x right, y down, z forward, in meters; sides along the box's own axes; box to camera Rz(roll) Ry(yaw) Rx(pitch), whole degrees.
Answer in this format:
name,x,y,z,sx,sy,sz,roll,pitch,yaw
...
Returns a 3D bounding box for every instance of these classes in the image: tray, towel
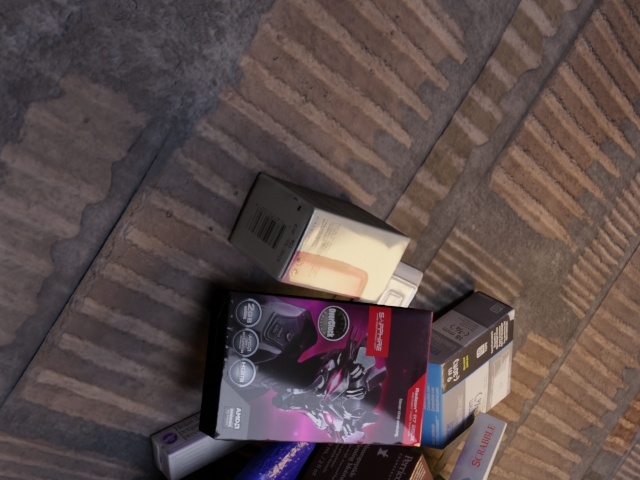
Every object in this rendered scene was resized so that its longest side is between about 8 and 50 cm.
name,x,y,z,sx,sy,sz,roll,pitch,yaw
tray,0.094,0.162,1.740,0.145,0.030,0.270,26,96,-46
towel,-0.124,0.436,1.566,0.308,0.076,0.227,-40,169,-37

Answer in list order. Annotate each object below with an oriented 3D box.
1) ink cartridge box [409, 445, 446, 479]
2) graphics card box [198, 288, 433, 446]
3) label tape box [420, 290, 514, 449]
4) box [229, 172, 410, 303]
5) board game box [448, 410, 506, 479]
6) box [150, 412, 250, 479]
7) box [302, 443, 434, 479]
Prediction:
name,x,y,z,sx,sy,sz,roll,pitch,yaw
ink cartridge box,0.206,0.577,2.067,0.171,0.056,0.235,-41,136,-16
graphics card box,-0.001,0.209,1.509,0.371,0.094,0.232,8,87,-23
label tape box,0.244,0.287,1.868,0.334,0.106,0.240,-31,132,-31
box,0.000,0.000,1.474,0.232,0.149,0.126,17,103,-45
board game box,0.272,0.563,1.894,0.318,0.066,0.318,-56,160,-40
box,-0.133,0.305,1.598,0.324,0.063,0.067,-23,127,-31
box,0.092,0.488,1.773,0.168,0.203,0.167,-58,142,-32
